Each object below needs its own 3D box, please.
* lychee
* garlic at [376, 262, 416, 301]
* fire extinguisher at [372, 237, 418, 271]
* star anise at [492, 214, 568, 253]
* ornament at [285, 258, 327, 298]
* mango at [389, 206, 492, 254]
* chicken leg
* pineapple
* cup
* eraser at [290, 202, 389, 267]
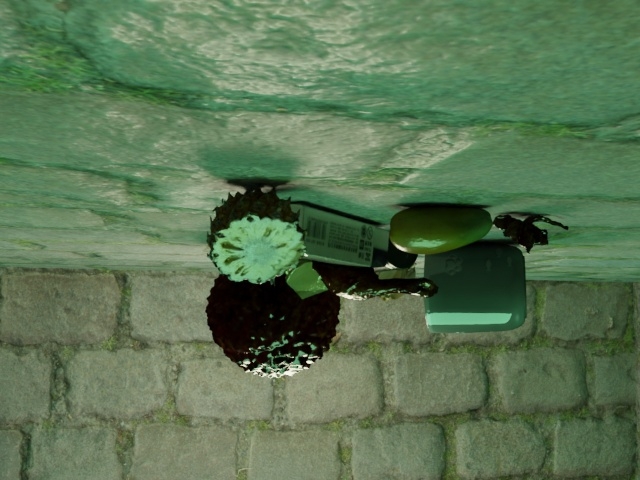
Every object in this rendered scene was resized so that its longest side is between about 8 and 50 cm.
[{"bbox_3d":[-0.154,0.216,2.226,0.424,0.425,0.500,3,-171,-23],"label":"lychee"},{"bbox_3d":[0.239,0.115,2.515,0.229,0.178,0.143,33,-176,-46],"label":"garlic"},{"bbox_3d":[0.161,0.033,1.885,0.095,0.114,0.311,44,163,-9],"label":"fire extinguisher"},{"bbox_3d":[0.438,-0.021,1.439,0.190,0.070,0.097,3,-159,-38],"label":"star anise"},{"bbox_3d":[-0.016,0.103,1.957,0.201,0.059,0.180,3,134,-28],"label":"ornament"},{"bbox_3d":[0.228,-0.023,1.339,0.194,0.092,0.130,-9,170,10],"label":"mango"},{"bbox_3d":[0.105,0.094,1.708,0.158,0.096,0.407,-22,-159,-34],"label":"chicken leg"},{"bbox_3d":[-0.109,-0.029,1.169,0.161,0.137,0.176,1,136,-12],"label":"pineapple"},{"bbox_3d":[0.459,0.115,2.057,0.274,0.260,0.357,-1,-155,16],"label":"cup"},{"bbox_3d":[0.023,-0.004,1.480,0.096,0.098,0.404,3,175,28],"label":"eraser"}]
